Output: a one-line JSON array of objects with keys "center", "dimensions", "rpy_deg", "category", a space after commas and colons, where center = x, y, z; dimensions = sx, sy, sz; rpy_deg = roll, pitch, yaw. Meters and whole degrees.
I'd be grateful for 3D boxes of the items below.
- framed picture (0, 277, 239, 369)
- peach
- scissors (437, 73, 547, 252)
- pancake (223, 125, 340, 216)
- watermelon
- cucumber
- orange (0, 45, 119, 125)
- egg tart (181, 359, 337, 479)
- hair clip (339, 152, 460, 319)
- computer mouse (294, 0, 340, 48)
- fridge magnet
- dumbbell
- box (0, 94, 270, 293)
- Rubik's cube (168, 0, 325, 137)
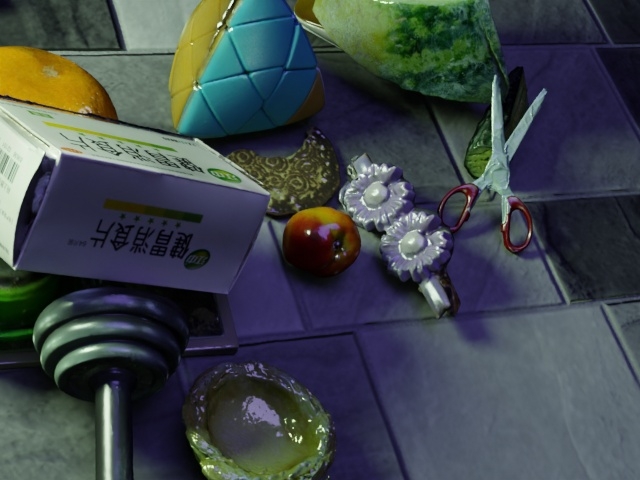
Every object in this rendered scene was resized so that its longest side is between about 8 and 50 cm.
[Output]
[{"center": [-0.279, 0.049, 1.597], "dimensions": [0.324, 0.020, 0.240], "rpy_deg": [-1, 55, -21], "category": "framed picture"}, {"center": [0.000, 0.000, 1.695], "dimensions": [0.101, 0.100, 0.100], "rpy_deg": [10, 51, -13], "category": "peach"}, {"center": [0.261, -0.115, 1.848], "dimensions": [0.144, 0.017, 0.247], "rpy_deg": [16, 82, -8], "category": "scissors"}, {"center": [-0.063, -0.105, 1.799], "dimensions": [0.191, 0.020, 0.184], "rpy_deg": [14, 51, -12], "category": "pancake"}, {"center": [0.157, -0.334, 1.927], "dimensions": [0.310, 0.193, 0.231], "rpy_deg": [22, 67, 19], "category": "watermelon"}, {"center": [0.271, -0.180, 1.956], "dimensions": [0.062, 0.078, 0.211], "rpy_deg": [0, 41, 22], "category": "cucumber"}, {"center": [-0.373, -0.139, 1.600], "dimensions": [0.240, 0.171, 0.240], "rpy_deg": [21, 35, -15], "category": "orange"}, {"center": [-0.075, 0.229, 1.497], "dimensions": [0.197, 0.078, 0.197], "rpy_deg": [12, 49, -14], "category": "egg tart"}, {"center": [0.114, -0.016, 1.762], "dimensions": [0.106, 0.084, 0.292], "rpy_deg": [-37, 62, 8], "category": "hair clip"}, {"center": [0.076, -0.330, 2.005], "dimensions": [0.245, 0.056, 0.126], "rpy_deg": [30, 49, 5], "category": "computer mouse"}, {"center": [-0.383, 0.030, 1.498], "dimensions": [0.208, 0.088, 0.208], "rpy_deg": [16, 42, -15], "category": "fridge magnet"}, {"center": [-0.223, 0.223, 1.373], "dimensions": [0.179, 0.179, 0.406], "rpy_deg": [5, 55, -17], "category": "dumbbell"}, {"center": [-0.242, -0.050, 1.469], "dimensions": [0.333, 0.145, 0.173], "rpy_deg": [9, 18, -46], "category": "box"}, {"center": [-0.103, -0.217, 1.797], "dimensions": [0.255, 0.254, 0.254], "rpy_deg": [10, 51, -13], "category": "Rubik's cube"}]
